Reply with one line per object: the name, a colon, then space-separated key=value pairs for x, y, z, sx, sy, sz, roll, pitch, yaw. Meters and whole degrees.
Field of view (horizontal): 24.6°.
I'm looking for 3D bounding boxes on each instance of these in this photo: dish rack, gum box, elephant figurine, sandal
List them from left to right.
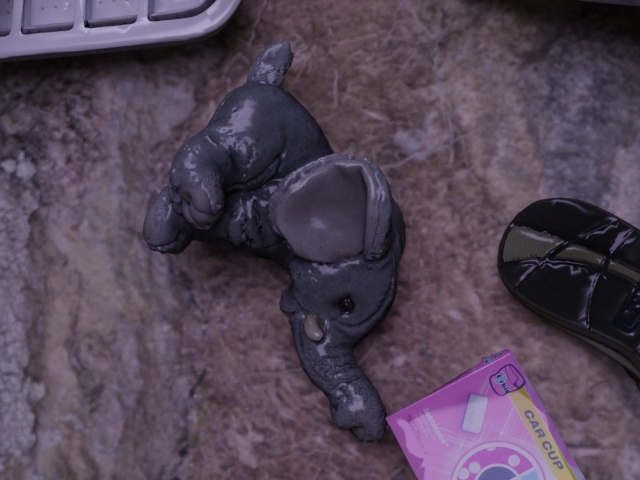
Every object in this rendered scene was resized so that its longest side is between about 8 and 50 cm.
dish rack: x=-0.200 y=-0.304 z=1.305 sx=0.285 sy=0.072 sz=0.333 roll=-5 pitch=70 yaw=9
elephant figurine: x=0.000 y=0.000 z=1.138 sx=0.239 sy=0.186 sz=0.169 roll=31 pitch=35 yaw=8
gum box: x=0.135 y=0.183 z=1.079 sx=0.107 sy=0.062 sz=0.188 roll=-28 pitch=69 yaw=-1
sandal: x=0.264 y=0.067 z=1.094 sx=0.120 sy=0.086 sz=0.303 roll=-48 pitch=55 yaw=-3

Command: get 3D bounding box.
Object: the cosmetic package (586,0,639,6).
cosmetic package: x=0.183 y=-0.295 z=1.075 sx=0.385 sy=0.217 sz=0.156 roll=19 pitch=73 yaw=51
